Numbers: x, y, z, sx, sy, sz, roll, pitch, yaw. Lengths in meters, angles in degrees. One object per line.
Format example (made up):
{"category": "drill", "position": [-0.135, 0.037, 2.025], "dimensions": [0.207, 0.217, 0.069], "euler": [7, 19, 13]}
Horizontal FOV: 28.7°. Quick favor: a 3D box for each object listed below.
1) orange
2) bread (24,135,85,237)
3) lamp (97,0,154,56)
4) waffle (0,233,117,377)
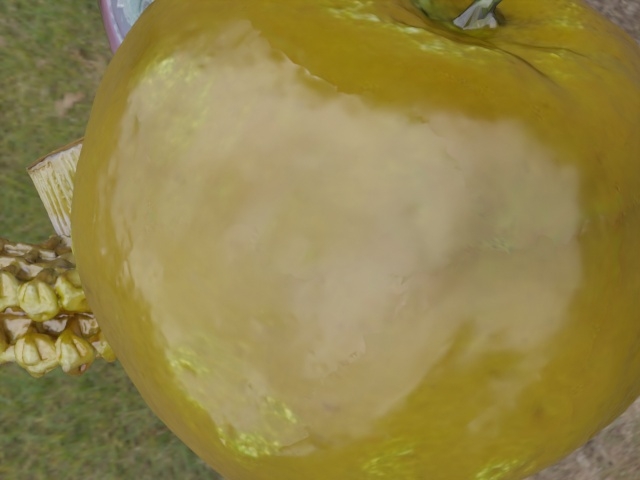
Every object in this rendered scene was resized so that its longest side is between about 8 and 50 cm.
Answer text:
{"category": "orange", "position": [0.026, -0.009, 0.559], "dimensions": [0.279, 0.279, 0.235], "euler": [34, 124, 23]}
{"category": "bread", "position": [-0.299, -0.101, 1.901], "dimensions": [0.204, 0.288, 0.156], "euler": [-18, 103, 22]}
{"category": "lamp", "position": [-0.014, -0.146, 0.864], "dimensions": [0.247, 0.301, 0.247], "euler": [6, 53, 39]}
{"category": "waffle", "position": [-0.313, 0.056, 1.587], "dimensions": [0.261, 0.324, 0.151], "euler": [23, 120, 34]}
